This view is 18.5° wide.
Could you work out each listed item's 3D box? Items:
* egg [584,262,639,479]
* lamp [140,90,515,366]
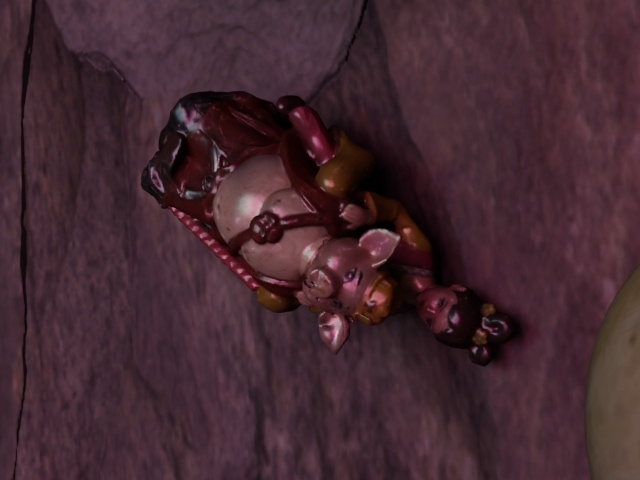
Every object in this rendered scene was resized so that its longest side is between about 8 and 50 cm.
[{"bbox_3d":[0.245,0.122,0.978,0.218,0.218,0.295,-7,88,33],"label":"egg"},{"bbox_3d":[0.000,0.000,1.219,0.253,0.118,0.118,43,108,31],"label":"lamp"}]
